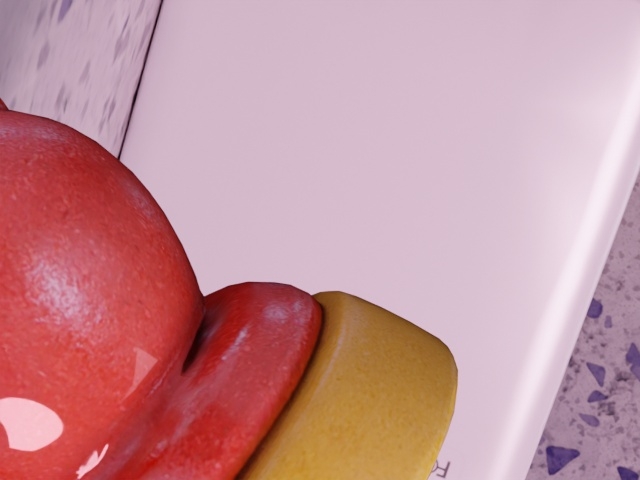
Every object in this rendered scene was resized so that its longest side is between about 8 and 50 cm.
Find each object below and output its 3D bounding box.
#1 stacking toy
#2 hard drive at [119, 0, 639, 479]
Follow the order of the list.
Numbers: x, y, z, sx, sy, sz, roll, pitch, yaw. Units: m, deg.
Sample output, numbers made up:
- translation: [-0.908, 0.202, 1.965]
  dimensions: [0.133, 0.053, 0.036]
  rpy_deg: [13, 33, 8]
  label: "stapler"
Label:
- translation: [-0.130, 0.125, 0.402]
  dimensions: [0.279, 0.130, 0.309]
  rpy_deg: [-41, -166, 37]
  label: "stacking toy"
- translation: [0.008, 0.015, 0.826]
  dimensions: [0.040, 0.203, 0.307]
  rpy_deg: [-59, 167, -71]
  label: "hard drive"
